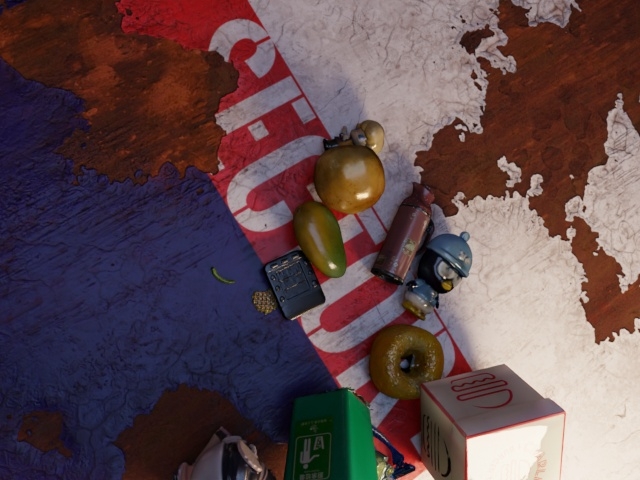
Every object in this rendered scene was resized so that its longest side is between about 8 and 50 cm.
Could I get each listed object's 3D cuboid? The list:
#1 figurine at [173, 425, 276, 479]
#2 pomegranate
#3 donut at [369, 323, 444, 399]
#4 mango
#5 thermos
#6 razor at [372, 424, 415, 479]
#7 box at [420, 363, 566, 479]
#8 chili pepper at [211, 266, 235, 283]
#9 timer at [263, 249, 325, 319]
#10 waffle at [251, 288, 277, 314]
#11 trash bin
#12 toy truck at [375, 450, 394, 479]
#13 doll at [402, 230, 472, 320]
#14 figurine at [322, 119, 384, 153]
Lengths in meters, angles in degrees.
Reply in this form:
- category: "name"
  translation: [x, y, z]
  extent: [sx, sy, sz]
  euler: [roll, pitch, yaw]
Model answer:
- category: "figurine"
  translation: [-0.248, 0.652, 1.651]
  extent: [0.211, 0.361, 0.253]
  euler: [-23, 90, -26]
- category: "pomegranate"
  translation: [0.090, -0.185, 1.894]
  extent: [0.233, 0.233, 0.233]
  euler: [2, 83, -14]
- category: "donut"
  translation: [0.270, 0.375, 1.942]
  extent: [0.254, 0.118, 0.253]
  euler: [4, 81, -29]
- category: "mango"
  translation: [0.000, 0.000, 1.902]
  extent: [0.156, 0.114, 0.250]
  euler: [-19, 92, -59]
- category: "thermos"
  translation: [0.285, -0.023, 1.984]
  extent: [0.136, 0.109, 0.330]
  euler: [24, 77, 4]
- category: "razor"
  translation: [0.155, 0.588, 1.917]
  extent: [0.324, 0.093, 0.056]
  euler: [47, 35, -1]
- category: "box"
  translation: [0.484, 0.580, 1.825]
  extent: [0.312, 0.300, 0.314]
  euler: [-10, 110, -15]
- category: "chili pepper"
  translation: [-0.293, 0.107, 1.873]
  extent: [0.083, 0.017, 0.030]
  euler: [39, 75, -6]
- category: "timer"
  translation: [-0.080, 0.133, 1.907]
  extent: [0.144, 0.055, 0.187]
  euler: [-24, 94, -19]
- category: "waffle"
  translation: [-0.161, 0.179, 1.899]
  extent: [0.085, 0.016, 0.078]
  euler: [-26, 94, -15]
- category: "trash bin"
  translation: [0.043, 0.625, 1.709]
  extent: [0.259, 0.295, 0.381]
  euler: [-15, 50, 22]
- category: "toy truck"
  translation: [0.127, 0.711, 1.840]
  extent: [0.116, 0.085, 0.191]
  euler: [27, 87, -40]
- category: "doll"
  translation: [0.378, 0.102, 1.980]
  extent: [0.177, 0.141, 0.314]
  euler: [38, 82, -33]
- category: "figurine"
  translation: [0.106, -0.322, 1.988]
  extent: [0.196, 0.114, 0.108]
  euler: [-6, 109, -4]
